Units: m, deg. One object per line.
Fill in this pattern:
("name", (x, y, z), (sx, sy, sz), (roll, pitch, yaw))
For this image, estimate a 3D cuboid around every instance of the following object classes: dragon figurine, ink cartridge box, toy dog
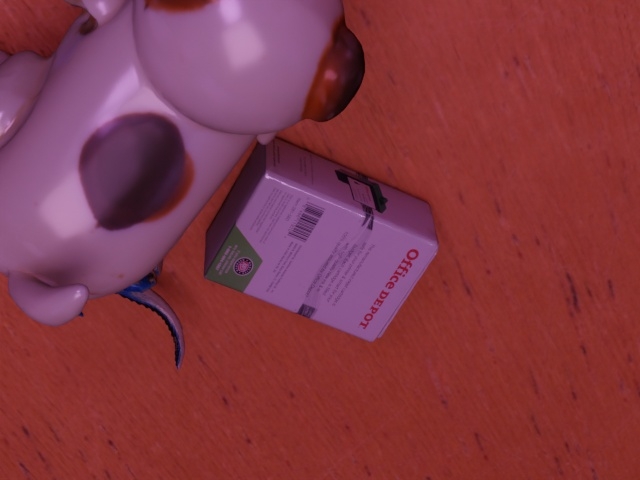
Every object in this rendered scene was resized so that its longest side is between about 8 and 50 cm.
("dragon figurine", (-0.259, 0.026, 1.593), (0.144, 0.085, 0.289), (-18, 119, 11))
("ink cartridge box", (0.000, 0.000, 1.587), (0.219, 0.092, 0.160), (23, 120, -18))
("toy dog", (-0.157, -0.146, 1.313), (0.284, 0.395, 0.408), (42, 122, -17))
